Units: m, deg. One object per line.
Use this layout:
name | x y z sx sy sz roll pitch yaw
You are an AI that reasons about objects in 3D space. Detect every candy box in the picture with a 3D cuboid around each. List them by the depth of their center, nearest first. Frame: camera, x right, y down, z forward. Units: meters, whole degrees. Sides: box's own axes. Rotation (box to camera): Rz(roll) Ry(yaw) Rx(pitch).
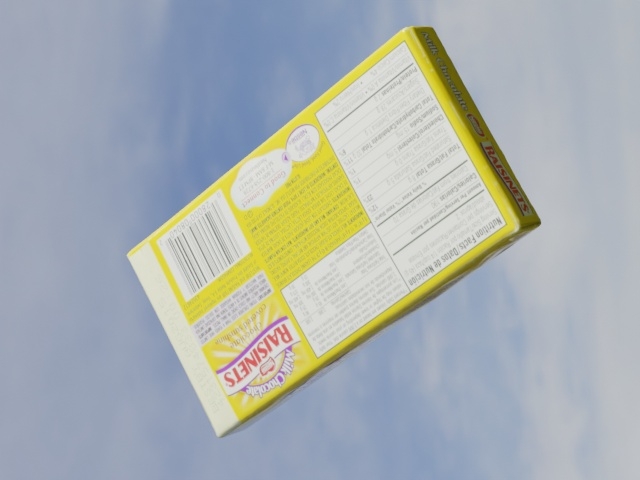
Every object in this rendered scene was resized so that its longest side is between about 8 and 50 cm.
candy box | 0.000 0.000 0.896 0.027 0.206 0.105 -14 -108 -53
